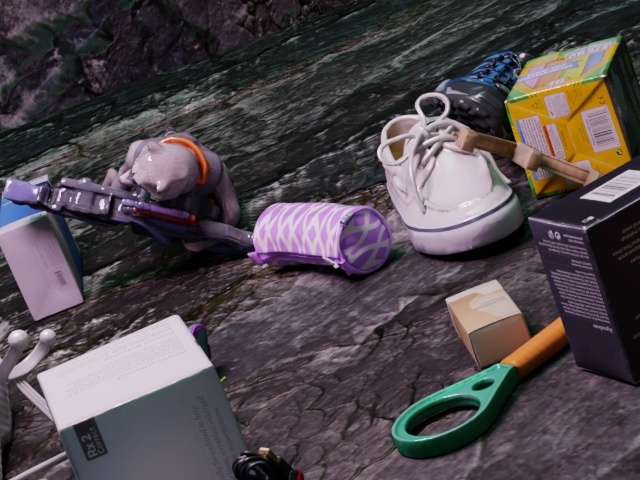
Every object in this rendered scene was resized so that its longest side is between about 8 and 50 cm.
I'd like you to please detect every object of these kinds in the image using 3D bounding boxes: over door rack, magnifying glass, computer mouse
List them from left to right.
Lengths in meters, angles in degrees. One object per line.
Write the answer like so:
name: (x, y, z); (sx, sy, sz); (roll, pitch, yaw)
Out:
over door rack: (-0.344, 0.142, 1.803); (0.108, 0.239, 0.324); (-52, -8, 23)
computer mouse: (-0.095, 0.245, 1.549); (0.193, 0.106, 0.042); (-27, 38, 20)
magnifying glass: (0.158, 0.133, 1.676); (0.231, 0.026, 0.092); (-31, 19, -32)

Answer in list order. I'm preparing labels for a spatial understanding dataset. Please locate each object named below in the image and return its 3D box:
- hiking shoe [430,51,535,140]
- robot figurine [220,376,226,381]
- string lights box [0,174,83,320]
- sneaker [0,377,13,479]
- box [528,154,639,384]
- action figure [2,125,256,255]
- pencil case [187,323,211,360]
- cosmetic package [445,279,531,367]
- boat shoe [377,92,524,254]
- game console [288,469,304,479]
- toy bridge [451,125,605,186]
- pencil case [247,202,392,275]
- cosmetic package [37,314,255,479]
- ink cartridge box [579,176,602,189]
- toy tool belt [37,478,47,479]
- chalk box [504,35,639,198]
hiking shoe: (0.219, -0.194, 2.307); (0.132, 0.113, 0.304); (-50, 1, 5)
robot figurine: (-0.144, 0.175, 1.831); (0.115, 0.067, 0.101); (-32, -10, -30)
string lights box: (-0.391, 0.006, 2.542); (0.077, 0.133, 0.259); (-22, 16, -2)
sneaker: (-0.410, 0.202, 1.968); (0.127, 0.126, 0.321); (-15, 18, -1)
box: (0.291, 0.020, 1.631); (0.156, 0.158, 0.093); (-28, 19, -23)
action figure: (-0.240, -0.089, 2.422); (0.341, 0.178, 0.330); (13, -4, -8)
pencil case: (-0.193, 0.143, 1.998); (0.152, 0.064, 0.070); (-17, -21, 15)
cosmetic package: (0.167, 0.082, 1.795); (0.060, 0.041, 0.115); (-21, 17, -3)
boat shoe: (0.140, -0.097, 2.181); (0.136, 0.156, 0.367); (-22, 16, -2)
game console: (-0.066, 0.261, 1.451); (0.085, 0.124, 0.144); (8, 21, 3)
toy bridge: (0.238, -0.097, 2.095); (0.188, 0.026, 0.063); (17, 10, -14)
pencil case: (0.000, 0.000, 2.191); (0.206, 0.086, 0.088); (4, 57, 57)
cosmetic package: (-0.159, 0.183, 1.681); (0.151, 0.151, 0.184); (-23, 18, -9)
ink cartridge box: (0.357, -0.066, 2.049); (0.115, 0.029, 0.063); (-26, 17, -19)
toy tool belt: (-0.285, 0.269, 1.736); (0.052, 0.051, 0.083); (-3, 25, 46)
chalk box: (0.320, -0.160, 2.210); (0.132, 0.132, 0.213); (-14, 17, 21)
